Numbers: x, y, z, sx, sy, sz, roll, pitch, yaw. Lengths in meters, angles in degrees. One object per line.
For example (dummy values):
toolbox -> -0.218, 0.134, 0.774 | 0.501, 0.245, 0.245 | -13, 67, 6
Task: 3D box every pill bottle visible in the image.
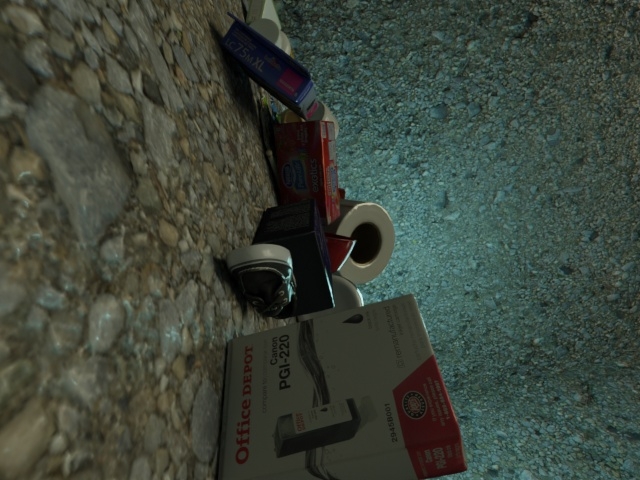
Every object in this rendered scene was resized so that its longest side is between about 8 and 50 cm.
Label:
pill bottle -> 0.031, 0.164, 1.045 | 0.264, 0.153, 0.153 | 49, 29, -82
pill bottle -> -0.130, -0.489, 1.109 | 0.208, 0.118, 0.117 | 51, 26, -80

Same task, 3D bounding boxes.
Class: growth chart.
growth chart -> -0.130, -0.260, 1.100 | 0.172, 0.021, 0.237 | 71, 8, -63

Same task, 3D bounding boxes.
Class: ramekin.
ramekin -> -0.043, -0.439, 1.583 | 0.109, 0.207, 0.207 | 52, 24, -57

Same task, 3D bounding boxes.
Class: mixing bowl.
mixing bowl -> -0.005, 0.029, 1.041 | 0.181, 0.182, 0.098 | -50, 149, -84

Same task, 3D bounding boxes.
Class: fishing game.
fishing game -> -0.104, -0.293, 1.132 | 0.189, 0.041, 0.263 | -94, 172, -84

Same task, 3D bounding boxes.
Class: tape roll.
tape roll -> 0.082, -0.003, 1.260 | 0.169, 0.246, 0.245 | 14, -55, 52

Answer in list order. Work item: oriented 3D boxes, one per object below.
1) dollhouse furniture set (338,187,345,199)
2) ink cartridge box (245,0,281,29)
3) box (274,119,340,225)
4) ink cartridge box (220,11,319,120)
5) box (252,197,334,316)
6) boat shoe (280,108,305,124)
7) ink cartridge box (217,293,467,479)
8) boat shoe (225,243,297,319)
dollhouse furniture set -> 0.009, 0.010, 1.527 | 0.201, 0.153, 0.373 | -96, -170, -58
ink cartridge box -> -0.180, -0.606, 1.261 | 0.171, 0.056, 0.234 | 52, 49, -79
box -> -0.029, -0.170, 1.057 | 0.128, 0.123, 0.256 | -41, 128, -67
ink cartridge box -> -0.098, -0.352, 0.883 | 0.186, 0.065, 0.311 | 37, 6, -3
box -> -0.044, 0.026, 0.785 | 0.207, 0.108, 0.153 | -93, 170, -67
boat shoe -> -0.072, -0.301, 1.384 | 0.089, 0.105, 0.284 | -92, 169, -81
ink cartridge box -> 0.015, 0.162, 0.427 | 0.158, 0.218, 0.092 | -98, 168, -47
boat shoe -> -0.072, 0.069, 0.574 | 0.228, 0.080, 0.075 | 87, -10, -71
